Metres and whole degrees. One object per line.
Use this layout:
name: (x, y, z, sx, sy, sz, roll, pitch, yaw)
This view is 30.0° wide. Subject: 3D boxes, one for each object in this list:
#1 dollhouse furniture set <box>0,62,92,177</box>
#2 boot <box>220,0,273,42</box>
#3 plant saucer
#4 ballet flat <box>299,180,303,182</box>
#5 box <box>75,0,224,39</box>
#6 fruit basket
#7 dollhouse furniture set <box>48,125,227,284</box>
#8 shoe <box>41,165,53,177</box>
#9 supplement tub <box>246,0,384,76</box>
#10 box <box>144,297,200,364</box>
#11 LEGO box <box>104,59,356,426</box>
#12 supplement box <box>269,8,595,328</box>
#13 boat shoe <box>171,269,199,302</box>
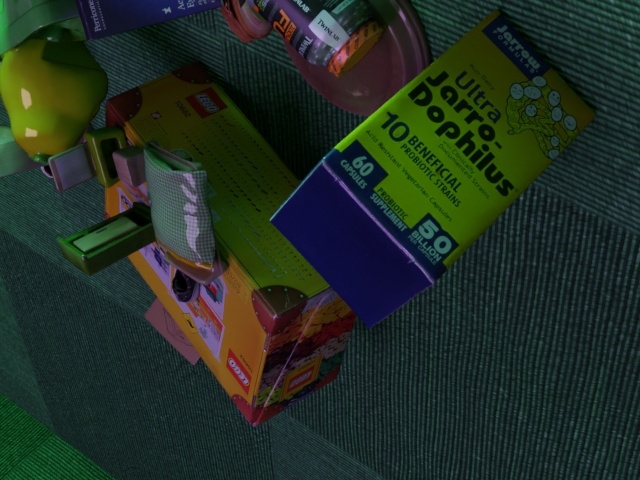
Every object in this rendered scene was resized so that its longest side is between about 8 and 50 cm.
dollhouse furniture set: (-0.610, -0.345, 2.343, 0.362, 0.256, 0.394, 17, 117, 38)
boot: (-0.128, -0.391, 1.786, 0.152, 0.073, 0.197, 169, 82, -75)
plant saucer: (0.038, -0.289, 1.725, 0.278, 0.041, 0.278, 32, 146, 25)
ballet flat: (0.000, 0.000, 2.046, 0.077, 0.079, 0.221, -16, 124, 6)
box: (-0.264, -0.392, 1.756, 0.108, 0.207, 0.153, -139, 33, -73)
fruit basket: (-0.419, -0.324, 1.975, 0.392, 0.283, 0.392, 38, 140, 40)
dollhouse furniture set: (-0.295, -0.040, 1.848, 0.301, 0.151, 0.198, 27, 136, 49)
shoe: (-0.567, -0.173, 2.564, 0.219, 0.058, 0.076, 12, 134, 44)
supplement tub: (-0.013, -0.316, 1.604, 0.190, 0.117, 0.117, 45, 149, 5)
box: (-0.313, 0.190, 2.698, 0.164, 0.021, 0.201, 46, 148, 2)
LEGO box: (-0.162, 0.007, 2.045, 0.500, 0.193, 0.372, 50, 152, 23)
supplement box: (0.143, -0.092, 1.510, 0.194, 0.356, 0.195, 47, 150, 0)
boat shoe: (-0.222, 0.067, 1.942, 0.049, 0.040, 0.142, 55, 153, 13)
